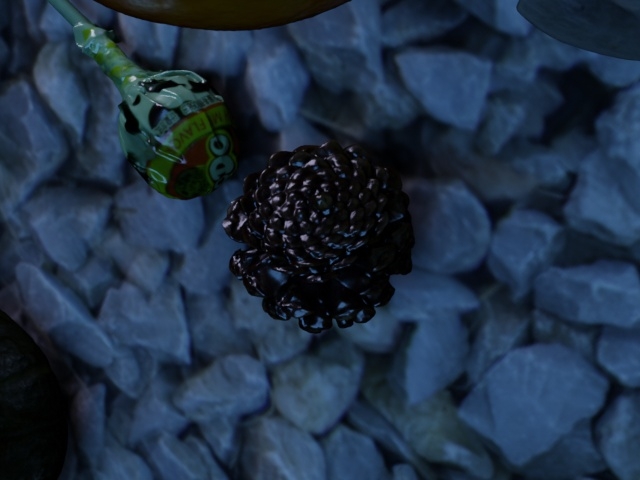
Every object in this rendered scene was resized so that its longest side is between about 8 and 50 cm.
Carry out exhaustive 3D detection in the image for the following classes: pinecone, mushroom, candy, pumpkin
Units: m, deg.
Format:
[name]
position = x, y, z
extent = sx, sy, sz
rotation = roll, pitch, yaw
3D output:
[pinecone]
position = 0.000, 0.001, 1.280
extent = 0.140, 0.140, 0.121
rotation = 14, 144, 21
[mushroom]
position = 0.236, -0.150, 1.143
extent = 0.223, 0.081, 0.092
rotation = 15, 132, 18
[candy]
position = -0.175, -0.148, 1.355
extent = 0.305, 0.083, 0.091
rotation = 45, 137, 16
[pumpkin]
position = -0.310, 0.150, 1.455
extent = 0.224, 0.157, 0.223
rotation = 2, 96, 23

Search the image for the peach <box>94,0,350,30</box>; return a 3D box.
[peach]
position = -0.049, -0.303, 1.075
extent = 0.388, 0.388, 0.388
rotation = 8, 109, 23
